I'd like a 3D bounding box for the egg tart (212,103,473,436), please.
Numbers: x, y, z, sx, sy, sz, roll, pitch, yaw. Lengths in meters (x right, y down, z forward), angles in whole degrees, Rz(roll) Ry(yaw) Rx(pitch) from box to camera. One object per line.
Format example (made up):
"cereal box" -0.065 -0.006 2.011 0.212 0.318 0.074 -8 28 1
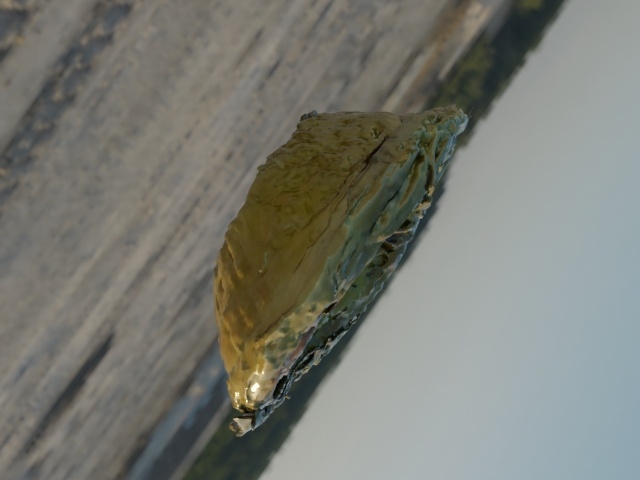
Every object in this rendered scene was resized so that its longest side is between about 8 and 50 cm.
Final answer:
"egg tart" 0.000 0.000 0.908 0.252 0.098 0.232 -54 170 -23
